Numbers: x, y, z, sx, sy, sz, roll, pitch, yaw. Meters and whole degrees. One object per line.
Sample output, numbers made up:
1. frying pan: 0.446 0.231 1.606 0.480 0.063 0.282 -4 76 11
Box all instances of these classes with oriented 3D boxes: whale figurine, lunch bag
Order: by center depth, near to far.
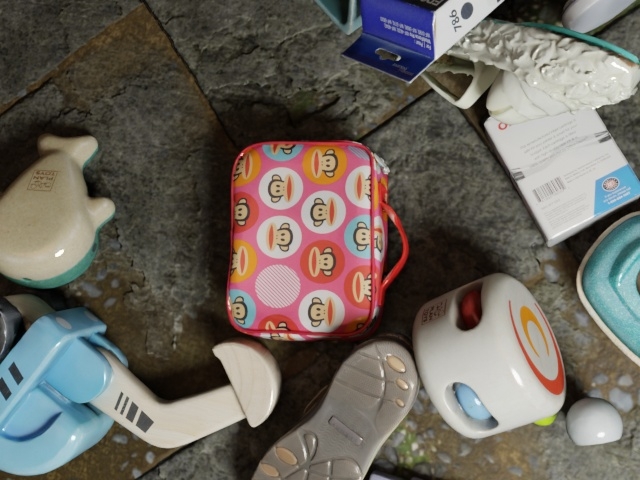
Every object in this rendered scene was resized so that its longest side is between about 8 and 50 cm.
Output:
1. lunch bag: 0.000 0.000 1.153 0.258 0.120 0.293 1 81 14
2. whale figurine: -0.432 -0.046 1.284 0.216 0.141 0.272 2 59 4

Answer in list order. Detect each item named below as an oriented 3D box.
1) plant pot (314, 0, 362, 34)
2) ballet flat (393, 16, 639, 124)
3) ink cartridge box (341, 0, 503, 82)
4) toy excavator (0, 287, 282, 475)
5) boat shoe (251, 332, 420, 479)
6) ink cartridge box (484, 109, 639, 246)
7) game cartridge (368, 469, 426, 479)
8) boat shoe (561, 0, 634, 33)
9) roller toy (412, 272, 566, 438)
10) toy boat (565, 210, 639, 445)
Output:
1. plant pot: 0.078 -0.505 1.144 0.252 0.248 0.247 -30 67 -18
2. ballet flat: 0.242 -0.228 1.067 0.147 0.147 0.409 -54 41 2
3. ink cartridge box: 0.178 -0.353 1.055 0.332 0.065 0.165 -43 42 -10
4. toy excavator: -0.339 0.230 1.186 0.445 0.222 0.433 39 92 3
5. boat shoe: 0.031 0.271 1.103 0.132 0.130 0.355 42 112 9
6. ink cartridge box: 0.333 -0.109 1.102 0.139 0.082 0.191 -28 74 9
7. game cartridge: 0.209 0.467 1.061 0.354 0.068 0.230 14 89 16
8. boat shoe: 0.432 -0.394 1.124 0.258 0.095 0.084 -37 70 -4
9. roller toy: 0.213 0.149 1.029 0.146 0.191 0.210 -27 69 28
10. toy boat: 0.423 0.133 1.007 0.267 0.148 0.318 37 92 17
